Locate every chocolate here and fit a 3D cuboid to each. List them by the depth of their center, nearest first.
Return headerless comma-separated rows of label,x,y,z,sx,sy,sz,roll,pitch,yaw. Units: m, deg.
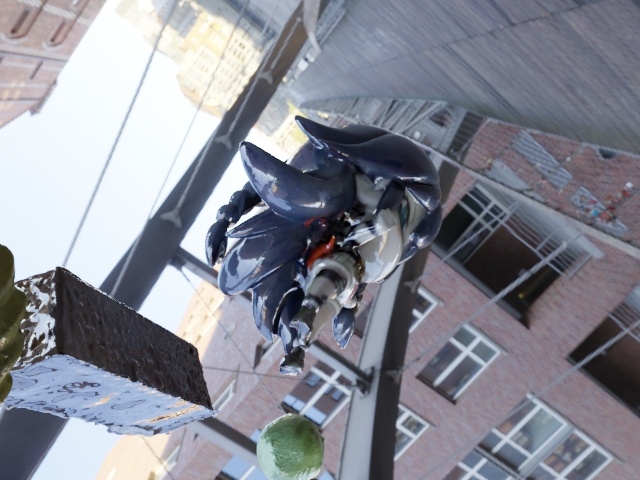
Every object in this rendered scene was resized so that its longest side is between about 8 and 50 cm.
chocolate,-0.237,0.144,0.564,0.321,0.112,0.112,62,-172,-58

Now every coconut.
coconut,-0.035,0.278,0.645,0.096,0.087,0.088,-9,-140,-32

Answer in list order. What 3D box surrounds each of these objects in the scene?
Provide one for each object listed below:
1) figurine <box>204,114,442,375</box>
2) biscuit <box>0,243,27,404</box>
figurine,0.009,-0.013,0.455,0.265,0.175,0.197,-20,-110,-49
biscuit,-0.297,0.093,0.307,0.036,0.273,0.187,5,141,34
